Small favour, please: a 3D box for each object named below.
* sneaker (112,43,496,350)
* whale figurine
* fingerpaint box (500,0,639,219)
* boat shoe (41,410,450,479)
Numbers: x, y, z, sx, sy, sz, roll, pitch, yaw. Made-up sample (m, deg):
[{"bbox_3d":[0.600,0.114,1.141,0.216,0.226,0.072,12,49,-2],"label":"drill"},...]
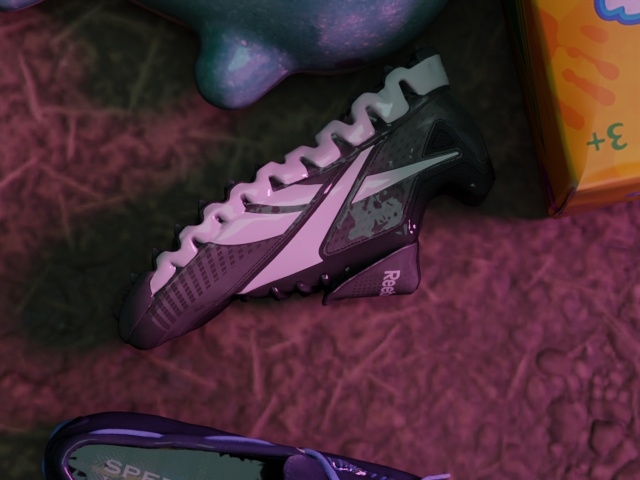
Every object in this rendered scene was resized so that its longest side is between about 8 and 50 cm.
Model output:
[{"bbox_3d":[0.000,0.000,0.840,0.234,0.078,0.106,-37,85,-10],"label":"sneaker"},{"bbox_3d":[-0.052,-0.180,0.825,0.272,0.141,0.216,1,83,-4],"label":"whale figurine"},{"bbox_3d":[0.303,-0.240,0.819,0.444,0.163,0.371,-11,84,3],"label":"fingerpaint box"},{"bbox_3d":[-0.023,0.157,0.813,0.258,0.089,0.109,10,83,-4],"label":"boat shoe"}]
